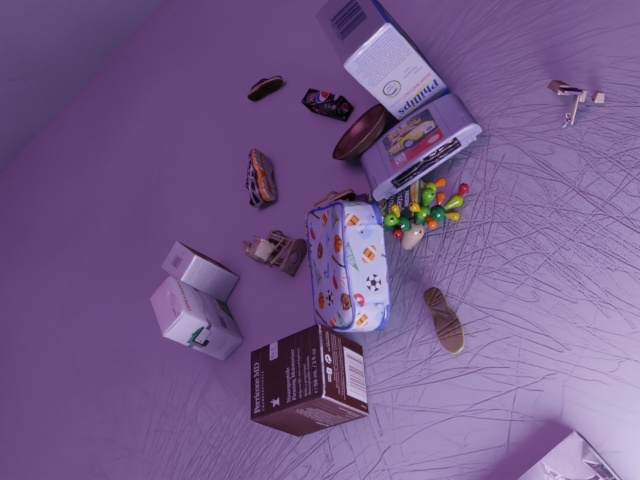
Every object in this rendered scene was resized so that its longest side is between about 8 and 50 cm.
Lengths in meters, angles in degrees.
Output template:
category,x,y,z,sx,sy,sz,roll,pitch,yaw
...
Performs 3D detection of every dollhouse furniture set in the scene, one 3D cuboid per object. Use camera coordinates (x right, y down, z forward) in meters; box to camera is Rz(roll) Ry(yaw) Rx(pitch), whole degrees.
category,x,y,z,sx,sy,sz,roll,pitch,yaw
dollhouse furniture set,-0.155,0.000,1.707,0.182,0.161,0.101,20,79,46
dollhouse furniture set,0.540,-0.295,1.375,0.114,0.091,0.081,-99,12,-62

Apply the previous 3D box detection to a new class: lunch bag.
category,x,y,z,sx,sy,sz,roll,pitch,yaw
lunch bag,0.053,0.053,1.427,0.243,0.115,0.303,166,102,-67

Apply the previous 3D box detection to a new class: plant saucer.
category,x,y,z,sx,sy,sz,roll,pitch,yaw
plant saucer,0.112,-0.281,1.692,0.198,0.036,0.199,-43,19,20

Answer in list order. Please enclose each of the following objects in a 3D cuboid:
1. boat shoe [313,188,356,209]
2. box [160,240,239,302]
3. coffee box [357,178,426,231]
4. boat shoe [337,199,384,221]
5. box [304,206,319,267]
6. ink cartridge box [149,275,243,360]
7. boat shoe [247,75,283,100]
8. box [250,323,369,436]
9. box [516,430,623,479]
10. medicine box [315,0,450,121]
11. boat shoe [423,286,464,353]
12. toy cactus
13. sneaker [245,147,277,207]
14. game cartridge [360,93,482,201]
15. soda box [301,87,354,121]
category,x,y,z,sx,sy,sz,roll,pitch,yaw
boat shoe,0.033,-0.107,1.685,0.135,0.050,0.045,-27,55,28
box,-0.343,0.090,1.814,0.130,0.170,0.091,27,86,47
coffee box,0.170,-0.081,1.553,0.184,0.040,0.113,-14,57,36
boat shoe,0.090,-0.055,1.538,0.170,0.063,0.059,20,83,56
box,0.000,0.000,1.642,0.054,0.059,0.169,-25,50,27
ink cartridge box,-0.332,0.208,1.695,0.092,0.219,0.160,-46,43,10
boat shoe,-0.187,-0.522,2.134,0.152,0.056,0.049,-19,59,33
box,-0.026,0.312,1.395,0.203,0.167,0.168,-26,50,28
box,0.391,0.453,1.015,0.231,0.056,0.183,-45,44,11
medicine box,0.157,-0.478,1.624,0.149,0.289,0.263,-40,45,20
boat shoe,0.260,0.169,1.323,0.056,0.048,0.153,-30,54,9
toy cactus,0.229,-0.044,1.412,0.112,0.219,0.180,46,144,24
sneaker,-0.193,-0.192,1.921,0.083,0.084,0.215,-35,47,28
game cartridge,0.233,-0.234,1.550,0.294,0.060,0.196,-34,31,16
soda box,0.018,-0.401,1.871,0.169,0.060,0.053,28,84,47
